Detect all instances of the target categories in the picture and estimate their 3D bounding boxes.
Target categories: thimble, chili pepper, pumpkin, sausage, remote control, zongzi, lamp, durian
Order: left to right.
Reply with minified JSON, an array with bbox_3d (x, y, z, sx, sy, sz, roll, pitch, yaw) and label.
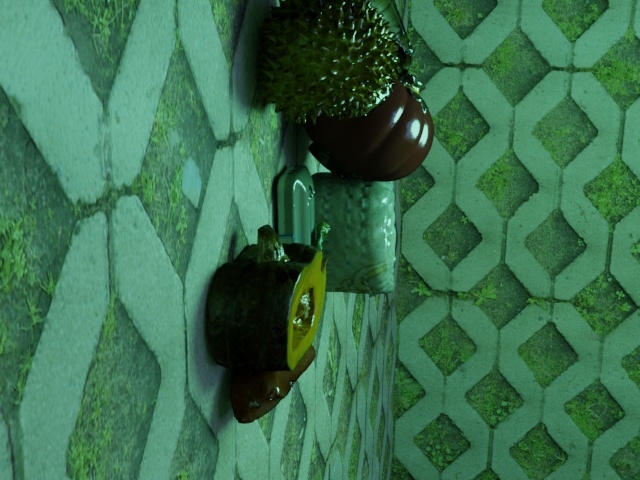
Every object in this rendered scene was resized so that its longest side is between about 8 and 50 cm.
[{"bbox_3d":[-0.087,0.234,1.556,0.330,0.102,0.102,-37,130,-76],"label":"sausage"},{"bbox_3d":[-0.081,0.087,1.453,0.317,0.139,0.221,-31,128,-73],"label":"pumpkin"},{"bbox_3d":[-0.045,0.020,1.768,0.128,0.066,0.335,-66,157,-67],"label":"remote control"},{"bbox_3d":[-0.001,0.001,1.755,0.030,0.034,0.091,42,44,-33],"label":"chili pepper"},{"bbox_3d":[0.012,-0.327,1.524,0.293,0.258,0.258,-74,164,-65],"label":"durian"},{"bbox_3d":[0.067,-0.010,1.954,0.291,0.195,0.291,2,90,-81],"label":"thimble"},{"bbox_3d":[0.094,-0.254,1.819,0.257,0.303,0.303,-51,173,10],"label":"lamp"},{"bbox_3d":[0.116,-0.507,2.110,0.286,0.138,0.300,66,23,-21],"label":"zongzi"}]
